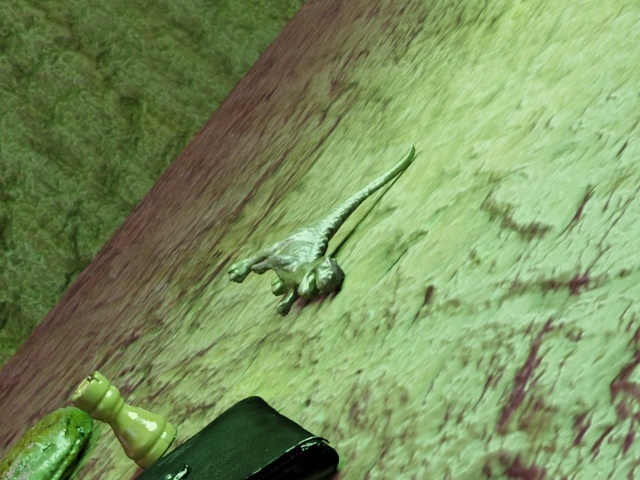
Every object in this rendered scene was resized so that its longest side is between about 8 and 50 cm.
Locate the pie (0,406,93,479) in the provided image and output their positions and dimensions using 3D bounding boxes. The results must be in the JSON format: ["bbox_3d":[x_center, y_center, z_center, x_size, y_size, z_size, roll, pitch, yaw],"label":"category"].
[{"bbox_3d":[-0.423,0.345,2.412,0.277,0.078,0.277,-48,6,7],"label":"pie"}]

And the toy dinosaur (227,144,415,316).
[{"bbox_3d":[0.002,0.004,1.997,0.199,0.072,0.251,-26,12,39],"label":"toy dinosaur"}]

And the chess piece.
[{"bbox_3d":[-0.235,0.210,2.015,0.066,0.122,0.066,-46,12,13],"label":"chess piece"}]

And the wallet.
[{"bbox_3d":[-0.093,0.212,1.586,0.172,0.045,0.318,-31,7,-9],"label":"wallet"}]
